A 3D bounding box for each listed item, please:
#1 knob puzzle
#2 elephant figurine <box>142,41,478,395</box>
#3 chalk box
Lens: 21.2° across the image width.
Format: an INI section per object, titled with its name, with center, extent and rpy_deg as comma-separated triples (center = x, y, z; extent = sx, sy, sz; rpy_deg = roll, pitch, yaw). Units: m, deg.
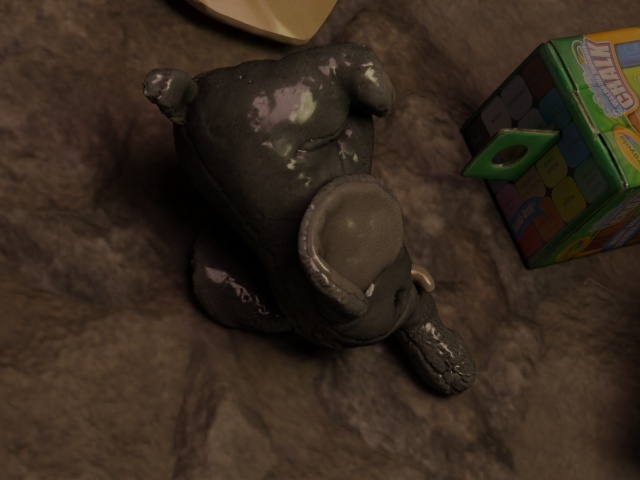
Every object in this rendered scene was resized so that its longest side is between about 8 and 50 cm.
[knob puzzle]
center = -0.061, -0.225, 1.297
extent = 0.213, 0.030, 0.213
rpy_deg = 14, 56, -22
[elephant figurine]
center = 0.000, 0.000, 1.135
extent = 0.186, 0.169, 0.239
rpy_deg = -12, 84, -4
[chalk box]
center = 0.206, -0.071, 1.294
extent = 0.213, 0.132, 0.132
rpy_deg = -14, 70, -33
